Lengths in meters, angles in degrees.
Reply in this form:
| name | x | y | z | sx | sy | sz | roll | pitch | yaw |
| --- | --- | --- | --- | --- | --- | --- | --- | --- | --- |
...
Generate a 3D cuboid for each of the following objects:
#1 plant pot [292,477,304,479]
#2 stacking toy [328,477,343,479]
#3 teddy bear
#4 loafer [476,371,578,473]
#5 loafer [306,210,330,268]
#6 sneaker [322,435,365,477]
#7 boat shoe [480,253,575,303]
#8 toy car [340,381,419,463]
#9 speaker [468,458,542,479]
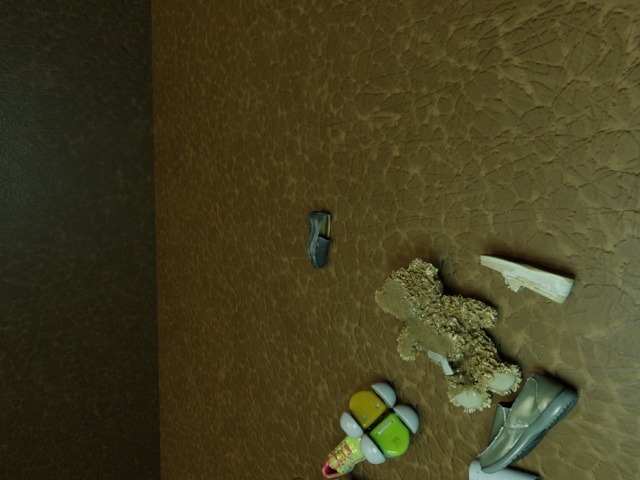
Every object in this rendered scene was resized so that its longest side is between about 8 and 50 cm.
| name | x | y | z | sx | sy | sz | roll | pitch | yaw |
| --- | --- | --- | --- | --- | --- | --- | --- | --- | --- |
| plant pot | -0.053 | 0.946 | 1.510 | 0.236 | 0.032 | 0.236 | 13 | 107 | 49 |
| stacking toy | 0.147 | 0.720 | 1.149 | 0.330 | 0.141 | 0.141 | -16 | 84 | 40 |
| teddy bear | 0.270 | 0.199 | 0.940 | 0.338 | 0.113 | 0.245 | 40 | 133 | 31 |
| loafer | 0.377 | 0.347 | 0.839 | 0.087 | 0.094 | 0.251 | 51 | 123 | 40 |
| loafer | 0.000 | 0.000 | 1.258 | 0.061 | 0.062 | 0.170 | 4 | 101 | 46 |
| sneaker | 0.068 | 0.615 | 1.252 | 0.081 | 0.094 | 0.208 | 48 | 129 | 37 |
| boat shoe | 0.369 | 0.068 | 0.810 | 0.170 | 0.063 | 0.059 | 22 | 107 | 46 |
| toy car | 0.151 | 0.465 | 1.106 | 0.182 | 0.159 | 0.136 | 40 | 160 | 39 |
| speaker | 0.372 | 0.486 | 0.885 | 0.136 | 0.055 | 0.055 | -12 | 87 | 51 |
